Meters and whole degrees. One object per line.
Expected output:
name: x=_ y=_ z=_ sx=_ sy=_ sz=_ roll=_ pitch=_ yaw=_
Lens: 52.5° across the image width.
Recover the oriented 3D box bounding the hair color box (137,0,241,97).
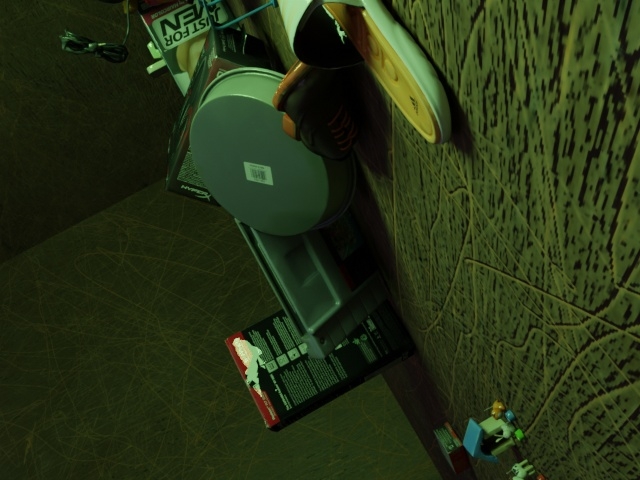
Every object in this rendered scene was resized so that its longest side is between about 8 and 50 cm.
hair color box: x=-0.255 y=-0.415 z=1.490 sx=0.374 sy=0.185 sz=0.113 roll=62 pitch=175 yaw=-9

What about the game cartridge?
game cartridge: x=-0.012 y=0.021 z=1.265 sx=0.068 sy=0.230 sz=0.355 roll=-9 pitch=113 yaw=53

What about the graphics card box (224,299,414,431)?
graphics card box: x=0.000 y=0.242 z=1.479 sx=0.232 sy=0.371 sz=0.094 roll=58 pitch=175 yaw=24

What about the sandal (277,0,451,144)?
sandal: x=0.014 y=-0.177 z=0.549 sx=0.265 sy=0.076 sz=0.102 roll=60 pitch=175 yaw=25

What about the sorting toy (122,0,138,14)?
sorting toy: x=-0.400 y=-0.646 z=1.334 sx=0.229 sy=0.041 sz=0.307 roll=-12 pitch=88 yaw=50

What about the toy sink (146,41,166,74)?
toy sink: x=-0.351 y=-0.522 z=1.620 sx=0.131 sy=0.234 sz=0.153 roll=62 pitch=177 yaw=-12

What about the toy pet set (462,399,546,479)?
toy pet set: x=0.244 y=0.287 z=0.914 sx=0.122 sy=0.065 sz=0.114 roll=62 pitch=176 yaw=-9

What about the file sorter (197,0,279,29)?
file sorter: x=-0.138 y=-0.383 z=0.849 sx=0.170 sy=0.104 sz=0.118 roll=60 pitch=176 yaw=7

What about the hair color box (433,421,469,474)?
hair color box: x=0.324 y=0.512 z=1.597 sx=0.072 sy=0.043 sz=0.141 roll=58 pitch=176 yaw=42

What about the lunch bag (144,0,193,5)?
lunch bag: x=-0.270 y=-0.527 z=1.022 sx=0.258 sy=0.120 sz=0.293 roll=-149 pitch=47 yaw=-80

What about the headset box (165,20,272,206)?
headset box: x=-0.184 y=-0.246 z=1.183 sx=0.110 sy=0.293 sz=0.218 roll=17 pitch=-151 yaw=-21

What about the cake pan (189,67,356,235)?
cake pan: x=-0.086 y=-0.123 z=1.020 sx=0.293 sy=0.054 sz=0.293 roll=19 pitch=134 yaw=20

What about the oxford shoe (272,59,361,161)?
oxford shoe: x=0.011 y=-0.158 z=0.773 sx=0.098 sy=0.097 sz=0.271 roll=42 pitch=179 yaw=4

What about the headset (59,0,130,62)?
headset: x=-0.403 y=-0.535 z=1.215 sx=0.243 sy=0.185 sz=0.394 roll=-1 pitch=91 yaw=46
